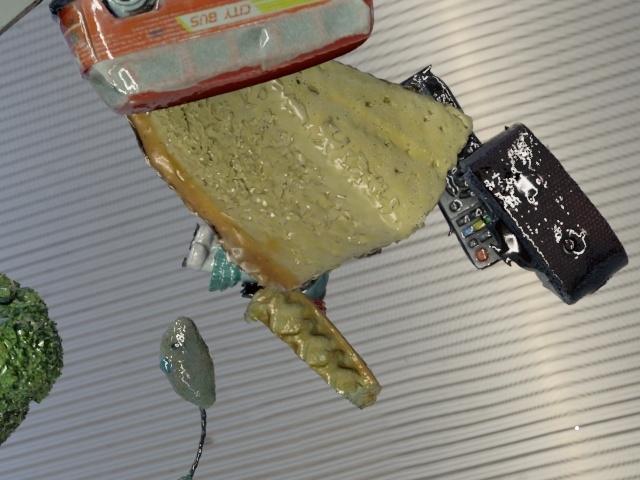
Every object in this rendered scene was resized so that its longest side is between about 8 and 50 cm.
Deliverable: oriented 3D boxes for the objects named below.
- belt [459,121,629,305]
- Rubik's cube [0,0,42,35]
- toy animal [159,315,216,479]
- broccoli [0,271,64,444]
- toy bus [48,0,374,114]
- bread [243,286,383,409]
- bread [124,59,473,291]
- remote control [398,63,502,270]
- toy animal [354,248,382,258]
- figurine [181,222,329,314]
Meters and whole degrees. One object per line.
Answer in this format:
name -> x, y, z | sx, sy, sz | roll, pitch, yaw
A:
belt -> 0.335, -0.034, 1.515 | 0.164, 0.184, 0.289 | -37, 82, 2
Rubik's cube -> -0.310, -0.337, 0.764 | 0.248, 0.250, 0.246 | -36, 76, 8
toy animal -> -0.188, 0.229, 1.397 | 0.079, 0.070, 0.253 | -2, 102, 3
broccoli -> -0.525, 0.160, 1.280 | 0.413, 0.321, 0.310 | -3, 70, 17
toy bus -> -0.086, -0.187, 0.825 | 0.265, 0.121, 0.120 | -18, 95, -14
bread -> -0.007, 0.148, 1.406 | 0.232, 0.128, 0.088 | 41, 95, 21
bread -> -0.021, -0.133, 1.101 | 0.248, 0.279, 0.315 | -23, 107, 44
remote control -> 0.256, -0.136, 1.843 | 0.144, 0.062, 0.399 | -31, 76, 17
toy animal -> 0.000, 0.000, 1.885 | 0.157, 0.312, 0.097 | 5, 98, 49
figurine -> -0.103, 0.057, 1.590 | 0.245, 0.110, 0.138 | 18, 53, -5
